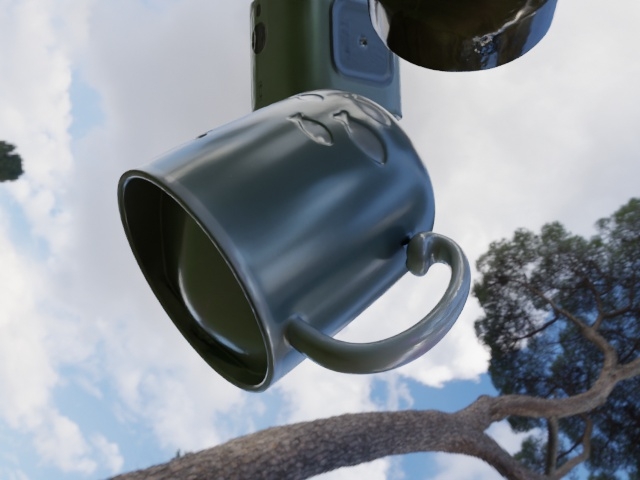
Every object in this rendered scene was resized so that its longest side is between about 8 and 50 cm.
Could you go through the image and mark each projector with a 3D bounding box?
[{"bbox_3d":[0.008,-0.350,1.249,0.248,0.248,0.249,-6,-95,56],"label":"projector"}]

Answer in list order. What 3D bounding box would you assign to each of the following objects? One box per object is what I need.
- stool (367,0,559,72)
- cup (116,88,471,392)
[{"bbox_3d":[0.118,-0.285,0.493,0.179,0.179,0.264,47,-12,25],"label":"stool"},{"bbox_3d":[0.000,0.000,0.676,0.357,0.274,0.259,28,-39,38],"label":"cup"}]
